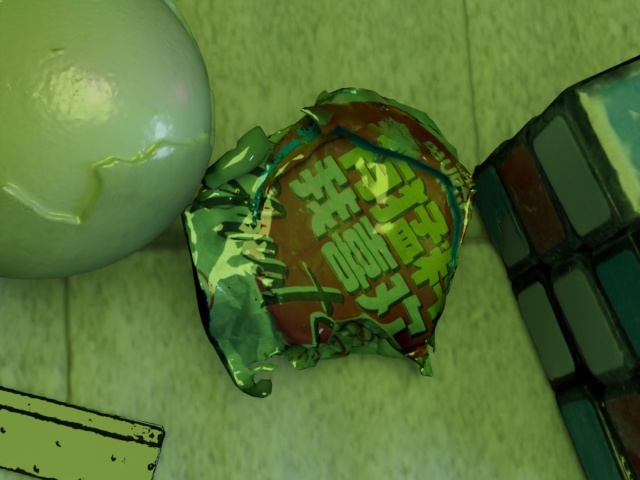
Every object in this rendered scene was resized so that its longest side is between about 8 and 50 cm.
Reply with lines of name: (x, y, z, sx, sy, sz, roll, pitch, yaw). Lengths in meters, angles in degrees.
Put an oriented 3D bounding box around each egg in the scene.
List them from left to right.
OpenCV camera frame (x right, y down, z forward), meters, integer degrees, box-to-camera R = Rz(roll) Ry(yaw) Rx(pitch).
egg: (-0.225, -0.107, 1.137, 0.278, 0.336, 0.278, -8, 100, -47)

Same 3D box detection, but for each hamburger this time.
hamburger: (-0.007, -0.005, 1.265, 0.276, 0.150, 0.261, -4, 95, -24)

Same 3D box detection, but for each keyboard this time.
keyboard: (-0.255, 0.170, 1.242, 0.231, 0.023, 0.072, 15, 83, -4)

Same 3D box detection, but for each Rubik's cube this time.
Rubik's cube: (0.369, 0.006, 1.189, 0.362, 0.359, 0.363, -20, 80, -13)
